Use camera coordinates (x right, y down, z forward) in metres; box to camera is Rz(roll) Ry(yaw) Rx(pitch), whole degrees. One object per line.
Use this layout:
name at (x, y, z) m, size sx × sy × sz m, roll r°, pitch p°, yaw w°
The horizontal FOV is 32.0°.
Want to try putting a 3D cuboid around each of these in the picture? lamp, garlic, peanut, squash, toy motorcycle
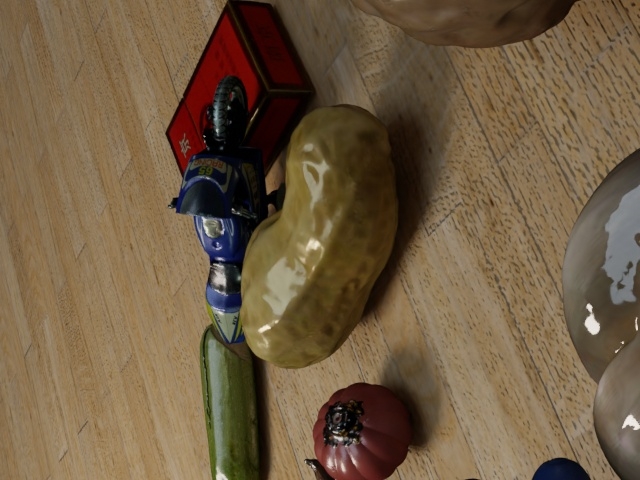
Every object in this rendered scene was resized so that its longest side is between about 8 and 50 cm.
lamp at (0.043, 0.198, 1.145) m, size 0.108 × 0.092 × 0.107 m, roll -22°, pitch 50°, yaw 28°
garlic at (0.272, 0.059, 0.743) m, size 0.325 × 0.132 × 0.279 m, roll -50°, pitch 50°, yaw 42°
peanut at (0.000, 0.000, 1.154) m, size 0.147 × 0.147 × 0.305 m, roll 56°, pitch 134°, yaw 39°
squash at (-0.113, 0.214, 1.414) m, size 0.069 × 0.069 × 0.238 m, roll -7°, pitch 89°, yaw 58°
toy motorcycle at (-0.104, -0.024, 1.262) m, size 0.169 × 0.113 × 0.315 m, roll -69°, pitch -19°, yaw -48°

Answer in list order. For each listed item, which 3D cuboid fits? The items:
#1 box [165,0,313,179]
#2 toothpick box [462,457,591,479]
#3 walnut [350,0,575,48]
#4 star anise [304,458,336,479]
box at (-0.106, -0.155, 1.372) m, size 0.153 × 0.074 × 0.239 m, roll 63°, pitch 141°, yaw 27°
toothpick box at (0.171, 0.336, 0.787) m, size 0.263 × 0.263 × 0.354 m, roll -28°, pitch 78°, yaw 55°
walnut at (0.118, -0.282, 0.863) m, size 0.273 × 0.227 × 0.273 m, roll 7°, pitch 99°, yaw 53°
star anise at (0.028, 0.293, 1.220) m, size 0.141 × 0.042 × 0.141 m, roll 8°, pitch 100°, yaw 54°
